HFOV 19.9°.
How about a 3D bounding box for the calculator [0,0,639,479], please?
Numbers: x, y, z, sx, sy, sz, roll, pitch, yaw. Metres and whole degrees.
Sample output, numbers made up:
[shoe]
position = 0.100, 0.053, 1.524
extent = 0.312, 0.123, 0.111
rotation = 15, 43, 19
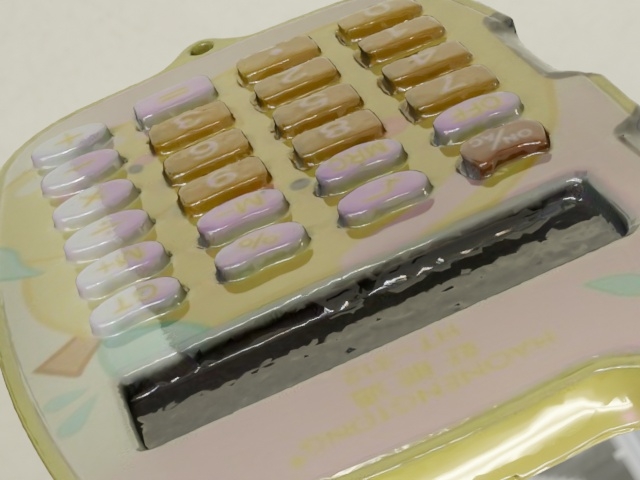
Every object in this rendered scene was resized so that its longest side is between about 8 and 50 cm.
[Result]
[calculator]
position = 0.000, 0.000, 0.428
extent = 0.157, 0.236, 0.033
rotation = -24, 122, -4
